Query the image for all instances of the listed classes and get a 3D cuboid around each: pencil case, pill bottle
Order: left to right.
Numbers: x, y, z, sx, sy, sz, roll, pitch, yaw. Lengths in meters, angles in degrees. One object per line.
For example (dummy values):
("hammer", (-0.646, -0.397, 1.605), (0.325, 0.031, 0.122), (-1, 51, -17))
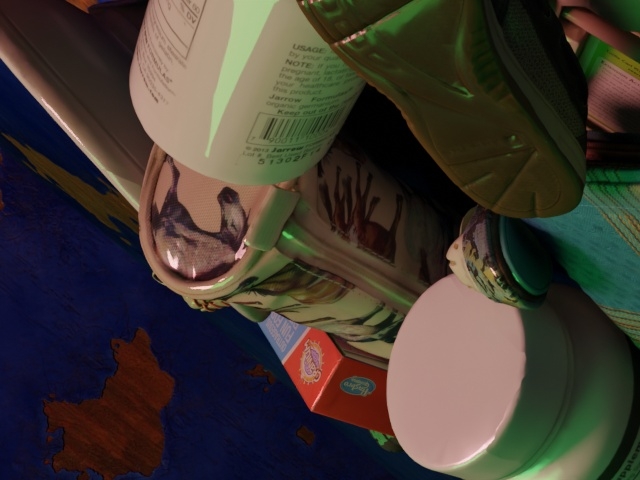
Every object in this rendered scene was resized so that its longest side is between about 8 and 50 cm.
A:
("pill bottle", (-0.016, -0.143, 0.555), (0.131, 0.131, 0.229), (37, 142, 4))
("pencil case", (0.036, 0.016, 0.831), (0.183, 0.160, 0.410), (25, 177, 41))
("pill bottle", (0.196, 0.123, 0.772), (0.283, 0.161, 0.161), (19, 179, -32))

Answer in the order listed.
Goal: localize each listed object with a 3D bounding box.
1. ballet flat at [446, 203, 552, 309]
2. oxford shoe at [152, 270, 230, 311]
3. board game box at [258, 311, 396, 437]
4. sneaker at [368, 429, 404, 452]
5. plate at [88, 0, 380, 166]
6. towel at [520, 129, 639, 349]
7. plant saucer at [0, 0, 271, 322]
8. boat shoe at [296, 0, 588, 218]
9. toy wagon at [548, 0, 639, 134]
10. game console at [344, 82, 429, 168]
("ballet flat", (0.114, 0.001, 0.673), (0.070, 0.070, 0.188), (37, -152, 2))
("oxford shoe", (-0.133, 0.067, 1.683), (0.140, 0.146, 0.397), (46, 164, -32))
("board game box", (0.096, 0.136, 1.132), (0.317, 0.064, 0.242), (22, -166, -27))
("sneaker", (0.093, 0.203, 1.689), (0.286, 0.109, 0.130), (51, 134, -8))
("plate", (-0.077, -0.147, 1.023), (0.278, 0.045, 0.277), (44, 167, -26))
("towel", (0.270, 0.068, 0.565), (0.370, 0.040, 0.271), (43, 166, -26))
("plant saucer", (-0.156, -0.101, 0.971), (0.400, 0.100, 0.400), (48, 177, 3))
("boat shoe", (0.055, -0.101, 0.457), (0.080, 0.073, 0.223), (-10, 136, 37))
("toy wagon", (0.210, -0.057, 0.525), (0.267, 0.068, 0.344), (35, 166, 10))
("game console", (0.045, -0.120, 0.868), (0.122, 0.071, 0.107), (35, 137, 9))
